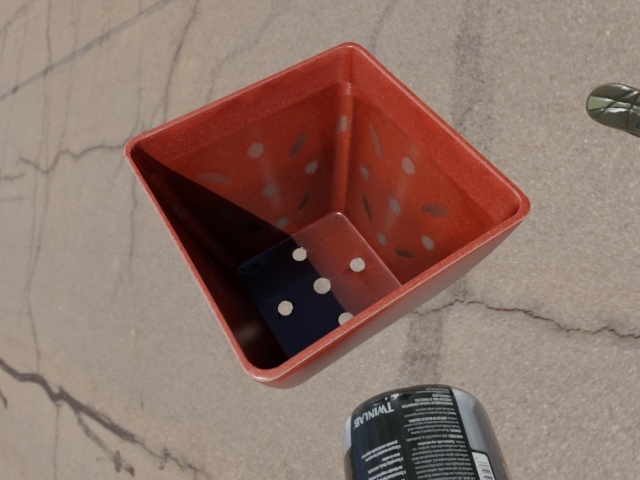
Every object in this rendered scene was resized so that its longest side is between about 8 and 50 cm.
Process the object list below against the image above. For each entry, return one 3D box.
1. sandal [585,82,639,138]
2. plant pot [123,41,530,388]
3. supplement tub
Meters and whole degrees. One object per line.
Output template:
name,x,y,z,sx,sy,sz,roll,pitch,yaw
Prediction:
sandal,0.548,-0.194,0.766,0.219,0.060,0.090,28,122,17
plant pot,0.000,0.000,0.505,0.267,0.236,0.267,-30,63,-14
supplement tub,0.130,0.335,0.490,0.193,0.193,0.316,-44,31,28
